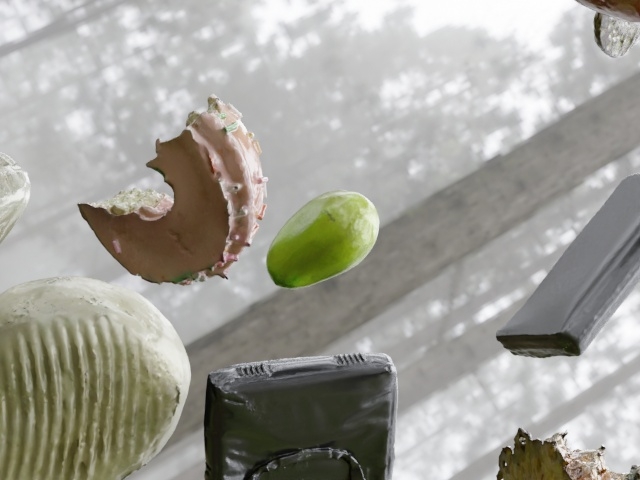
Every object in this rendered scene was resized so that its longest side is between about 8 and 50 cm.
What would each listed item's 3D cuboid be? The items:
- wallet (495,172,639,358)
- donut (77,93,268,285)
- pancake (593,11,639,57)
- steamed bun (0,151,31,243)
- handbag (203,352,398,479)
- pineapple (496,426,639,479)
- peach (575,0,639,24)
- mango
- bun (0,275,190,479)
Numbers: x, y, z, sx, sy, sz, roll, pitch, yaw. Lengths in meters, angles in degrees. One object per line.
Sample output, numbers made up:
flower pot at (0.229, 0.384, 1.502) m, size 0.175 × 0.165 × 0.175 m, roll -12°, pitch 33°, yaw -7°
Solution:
wallet at (0.275, 0.016, 1.360) m, size 0.044 × 0.250 × 0.149 m, roll 46°, pitch -19°, yaw -12°
donut at (-0.095, -0.025, 1.058) m, size 0.166 × 0.065 × 0.117 m, roll -32°, pitch -84°, yaw 40°
pancake at (0.319, -0.278, 1.423) m, size 0.021 × 0.199 × 0.199 m, roll 22°, pitch -40°, yaw 29°
steamed bun at (-0.523, -0.006, 1.622) m, size 0.309 × 0.324 × 0.219 m, roll 25°, pitch -58°, yaw 13°
handbag at (-0.030, 0.271, 1.985) m, size 0.088 × 0.275 × 0.244 m, roll -134°, pitch -139°, yaw -61°
pineapple at (0.382, 0.321, 1.686) m, size 0.262 × 0.271 × 0.262 m, roll 170°, pitch -90°, yaw -67°
peach at (0.298, -0.303, 1.213) m, size 0.214 × 0.235 × 0.214 m, roll 47°, pitch -26°, yaw 32°
mango at (0.000, -0.005, 1.874) m, size 0.089 × 0.163 × 0.117 m, roll 48°, pitch 27°, yaw -41°
bun at (-0.373, 0.200, 2.037) m, size 0.234 × 0.362 × 0.326 m, roll -121°, pitch -173°, yaw -59°
